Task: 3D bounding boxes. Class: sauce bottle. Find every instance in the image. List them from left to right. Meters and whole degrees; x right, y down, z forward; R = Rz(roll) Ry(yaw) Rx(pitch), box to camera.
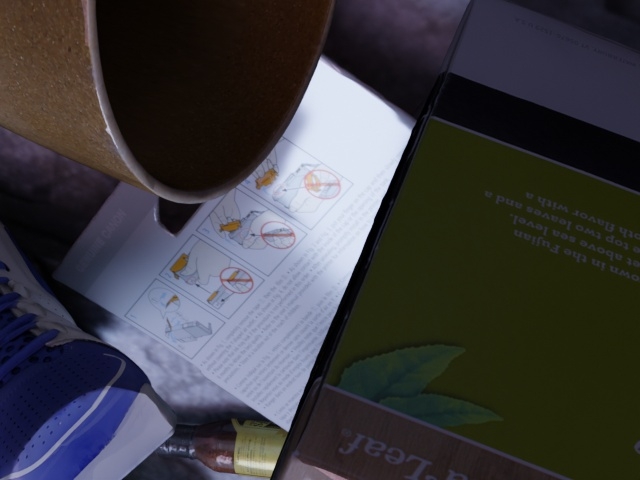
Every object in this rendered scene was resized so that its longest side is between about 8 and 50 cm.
[{"bbox_3d":[-0.053,0.147,1.059,0.128,0.042,0.042,6,133,9],"label":"sauce bottle"}]

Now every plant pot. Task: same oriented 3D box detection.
[{"bbox_3d":[-0.146,-0.161,0.692,0.254,0.237,0.237,15,136,21],"label":"plant pot"}]

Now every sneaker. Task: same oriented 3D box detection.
[{"bbox_3d":[-0.208,0.063,0.893,0.182,0.127,0.315,52,169,-17],"label":"sneaker"}]

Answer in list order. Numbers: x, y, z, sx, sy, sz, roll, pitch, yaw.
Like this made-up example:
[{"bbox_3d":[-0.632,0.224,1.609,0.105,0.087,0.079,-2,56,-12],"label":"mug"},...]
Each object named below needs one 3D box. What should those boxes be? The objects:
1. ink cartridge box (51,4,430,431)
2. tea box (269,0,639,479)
[{"bbox_3d":[0.000,0.000,0.897,0.239,0.060,0.275,35,132,-9],"label":"ink cartridge box"},{"bbox_3d":[0.090,0.123,0.709,0.220,0.323,0.329,22,134,3],"label":"tea box"}]
